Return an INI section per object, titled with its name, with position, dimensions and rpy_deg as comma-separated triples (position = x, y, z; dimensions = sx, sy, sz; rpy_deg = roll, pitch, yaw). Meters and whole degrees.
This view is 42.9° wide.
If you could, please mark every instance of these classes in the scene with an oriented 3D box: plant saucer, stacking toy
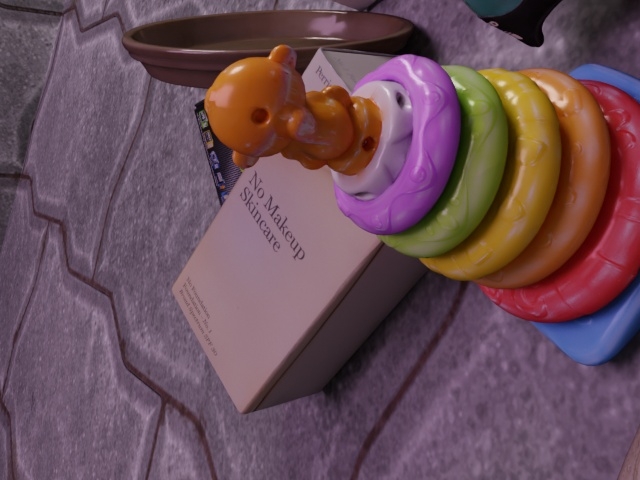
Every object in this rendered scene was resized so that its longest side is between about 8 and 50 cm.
[plant saucer]
position = -0.049, -0.188, 0.788
dimensions = 0.278, 0.278, 0.041
rpy_deg = 36, 134, 57
[stacking toy]
position = 0.069, -0.045, 0.483
dimensions = 0.175, 0.302, 0.165
rpy_deg = -66, 32, 21

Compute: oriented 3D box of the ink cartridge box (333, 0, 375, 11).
[ink cartridge box]
position = 0.075, -0.380, 0.783
dimensions = 0.273, 0.115, 0.198
rpy_deg = -23, 59, 54

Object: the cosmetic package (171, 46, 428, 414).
[cosmetic package]
position = 0.000, 0.000, 0.731
dimensions = 0.160, 0.113, 0.309
rpy_deg = 55, 130, 26

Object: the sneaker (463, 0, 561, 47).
[sneaker]
position = 0.219, -0.249, 0.523
dimensions = 0.302, 0.121, 0.108
rpy_deg = -35, 22, 27

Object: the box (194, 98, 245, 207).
[box]
position = -0.066, -0.082, 0.907
dimensions = 0.184, 0.045, 0.190
rpy_deg = -6, 101, 60

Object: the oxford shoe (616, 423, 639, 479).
[oxford shoe]
position = 0.209, 0.040, 0.371
dimensions = 0.140, 0.147, 0.396
rpy_deg = 42, 115, 56
